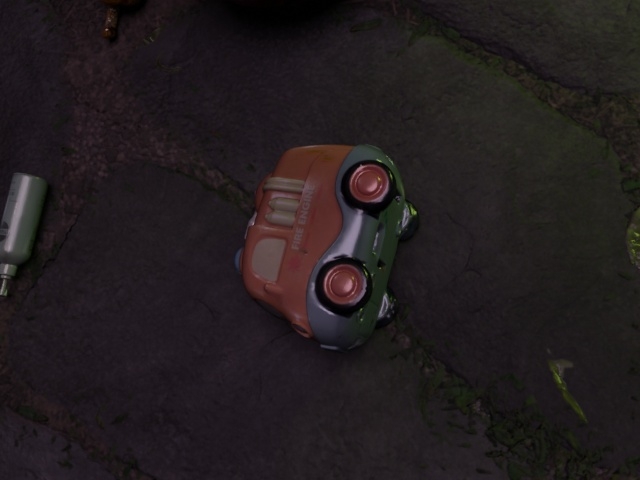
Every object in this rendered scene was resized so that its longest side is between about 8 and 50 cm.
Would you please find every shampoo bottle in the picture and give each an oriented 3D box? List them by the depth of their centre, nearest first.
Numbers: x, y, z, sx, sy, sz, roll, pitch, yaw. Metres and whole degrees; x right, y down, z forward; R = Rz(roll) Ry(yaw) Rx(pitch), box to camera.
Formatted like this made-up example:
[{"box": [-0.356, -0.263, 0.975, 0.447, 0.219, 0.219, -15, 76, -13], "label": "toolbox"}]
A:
[{"box": [-0.479, -0.007, 1.097, 0.056, 0.056, 0.195, 8, 80, 9], "label": "shampoo bottle"}]

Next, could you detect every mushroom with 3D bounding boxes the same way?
[{"box": [-0.338, -0.399, 1.148, 0.088, 0.073, 0.129, 8, 82, -25], "label": "mushroom"}]

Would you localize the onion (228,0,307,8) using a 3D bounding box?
[{"box": [-0.087, -0.534, 1.031, 0.358, 0.358, 0.345, -29, 35, 1], "label": "onion"}]

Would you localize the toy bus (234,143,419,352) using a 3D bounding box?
[{"box": [0.000, 0.000, 0.969, 0.232, 0.194, 0.287, 13, 81, 18], "label": "toy bus"}]
